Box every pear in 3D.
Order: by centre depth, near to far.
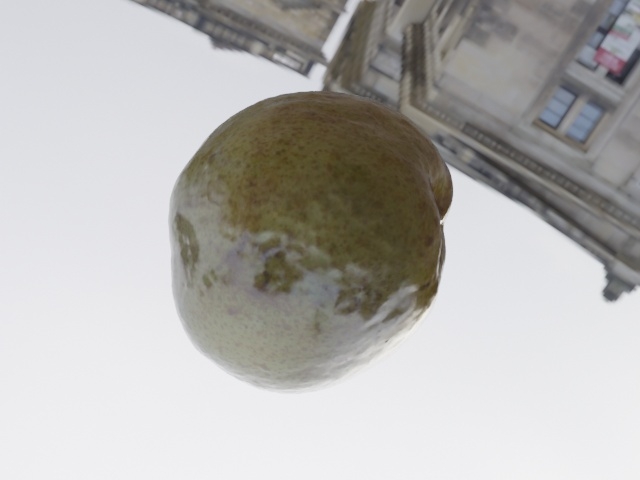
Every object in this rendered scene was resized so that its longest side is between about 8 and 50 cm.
[{"bbox_3d":[0.000,0.000,0.757,0.211,0.229,0.188,-6,178,27],"label":"pear"}]
